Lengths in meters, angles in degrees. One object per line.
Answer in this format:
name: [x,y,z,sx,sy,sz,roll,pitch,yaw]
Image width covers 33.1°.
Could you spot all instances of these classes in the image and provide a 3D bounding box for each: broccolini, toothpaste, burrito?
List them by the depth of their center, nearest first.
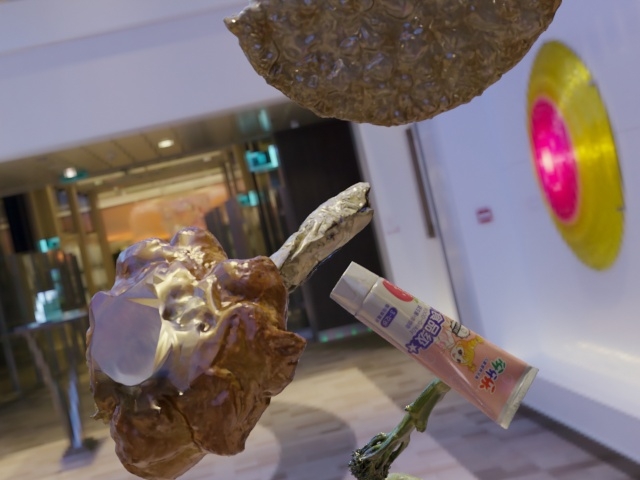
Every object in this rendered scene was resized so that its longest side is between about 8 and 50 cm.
toothpaste: [0.099,0.089,0.961,0.067,0.194,0.043,-55,-4,-26]
broccolini: [0.096,0.230,1.328,0.216,0.058,0.067,-61,4,39]
burrito: [-0.002,-0.002,1.391,0.229,0.063,0.058,-45,8,-40]

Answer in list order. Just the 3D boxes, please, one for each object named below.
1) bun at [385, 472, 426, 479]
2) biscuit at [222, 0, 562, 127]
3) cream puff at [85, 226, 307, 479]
bun: [0.122,0.417,1.622,0.196,0.118,0.195,7,12,-2]
biscuit: [0.068,-0.164,0.872,0.290,0.141,0.038,-9,18,-8]
cream puff: [-0.139,0.116,1.114,0.241,0.268,0.155,9,-19,29]
